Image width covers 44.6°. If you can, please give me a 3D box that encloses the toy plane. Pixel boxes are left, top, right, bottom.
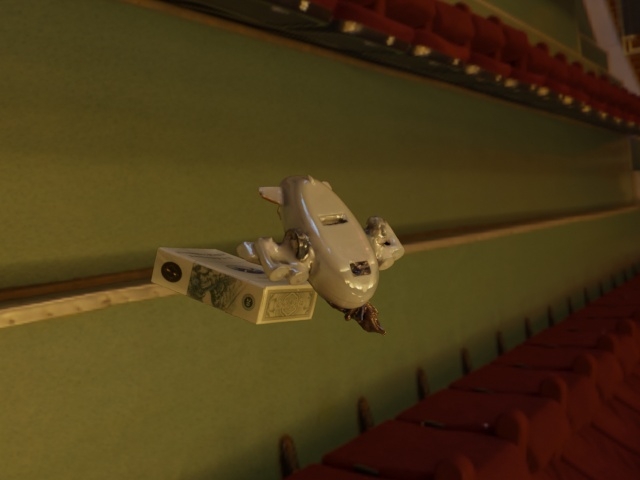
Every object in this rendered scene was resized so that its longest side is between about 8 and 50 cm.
[{"bbox_3d":[0.000,0.000,1.105,0.244,0.245,0.117,-51,170,-47],"label":"toy plane"}]

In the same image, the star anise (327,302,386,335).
[{"bbox_3d":[0.070,0.131,1.436,0.056,0.129,0.124,-56,163,8],"label":"star anise"}]

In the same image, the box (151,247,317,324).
[{"bbox_3d":[-0.155,0.078,1.409,0.164,0.257,0.069,3,102,-57],"label":"box"}]
